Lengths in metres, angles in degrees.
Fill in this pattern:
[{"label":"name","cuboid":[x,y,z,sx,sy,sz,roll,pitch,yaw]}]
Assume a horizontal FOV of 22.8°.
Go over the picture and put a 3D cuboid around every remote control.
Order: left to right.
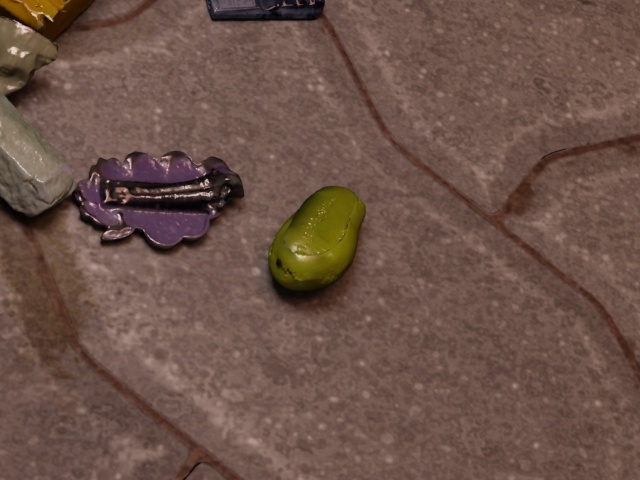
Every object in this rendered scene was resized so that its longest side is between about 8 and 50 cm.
[{"label":"remote control","cuboid":[-0.066,-0.295,1.960,0.152,0.027,0.043,-5,66,-22]}]

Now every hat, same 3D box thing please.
[{"label":"hat","cuboid":[-0.383,-0.216,1.723,0.166,0.122,0.081,40,42,-22]}]

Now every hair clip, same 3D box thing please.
[{"label":"hair clip","cuboid":[-0.177,-0.051,1.752,0.195,0.052,0.124,-5,56,-19]}]

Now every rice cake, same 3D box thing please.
[{"label":"rice cake","cuboid":[-0.349,-0.112,1.683,0.206,0.063,0.069,45,38,-9]}]

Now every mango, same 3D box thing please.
[{"label":"mango","cuboid":[0.000,0.000,1.779,0.091,0.074,0.165,35,42,7]}]

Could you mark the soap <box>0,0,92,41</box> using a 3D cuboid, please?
[{"label":"soap","cuboid":[-0.398,-0.366,1.826,0.324,0.096,0.204,36,54,2]}]
